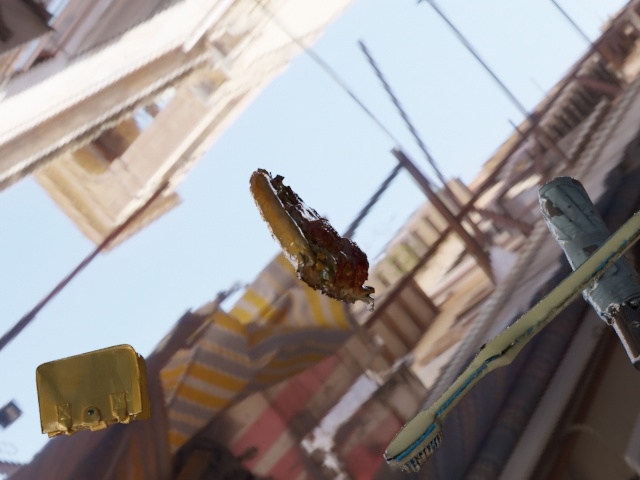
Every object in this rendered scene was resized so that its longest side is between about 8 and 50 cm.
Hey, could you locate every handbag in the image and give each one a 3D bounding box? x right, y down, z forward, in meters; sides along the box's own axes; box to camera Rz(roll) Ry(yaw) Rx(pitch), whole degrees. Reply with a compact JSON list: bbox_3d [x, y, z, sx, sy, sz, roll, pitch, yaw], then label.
[{"bbox_3d":[-0.176,0.117,0.893,0.027,0.083,0.061,72,-175,-67],"label":"handbag"}]

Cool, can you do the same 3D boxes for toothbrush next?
[{"bbox_3d":[0.153,0.066,0.858,0.294,0.026,0.028,-43,-56,-17],"label":"toothbrush"}]

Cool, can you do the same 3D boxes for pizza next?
[{"bbox_3d":[-0.010,-0.011,0.645,0.099,0.029,0.100,54,-172,27],"label":"pizza"}]

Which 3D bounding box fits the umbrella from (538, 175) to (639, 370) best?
[{"bbox_3d":[0.281,0.027,1.164,0.053,0.052,0.250,11,-139,-25],"label":"umbrella"}]
